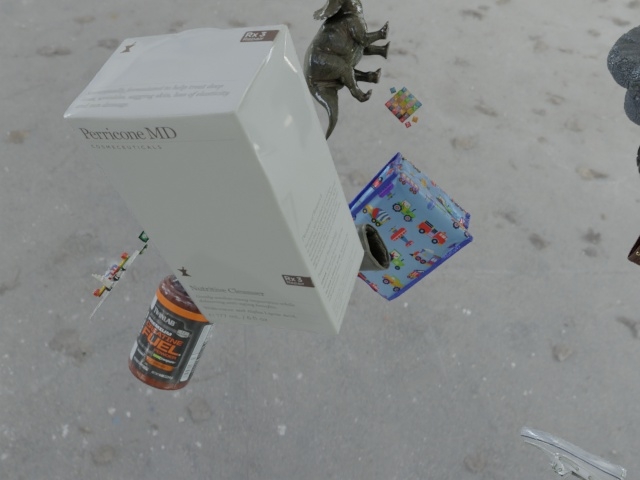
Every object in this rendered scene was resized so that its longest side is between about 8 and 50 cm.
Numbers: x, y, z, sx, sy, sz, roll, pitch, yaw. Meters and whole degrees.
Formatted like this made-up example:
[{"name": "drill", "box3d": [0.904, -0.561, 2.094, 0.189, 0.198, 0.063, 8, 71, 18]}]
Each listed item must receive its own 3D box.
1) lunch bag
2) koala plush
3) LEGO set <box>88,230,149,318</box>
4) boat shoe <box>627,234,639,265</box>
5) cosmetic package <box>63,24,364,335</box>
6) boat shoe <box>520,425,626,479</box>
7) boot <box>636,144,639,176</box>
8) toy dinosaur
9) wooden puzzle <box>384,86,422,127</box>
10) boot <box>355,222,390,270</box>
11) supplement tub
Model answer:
[{"name": "lunch bag", "box3d": [0.150, -0.005, 1.399, 0.221, 0.293, 0.138, 40, 27, -9]}, {"name": "koala plush", "box3d": [0.709, -0.328, 1.353, 0.203, 0.221, 0.196, -6, 53, 12]}, {"name": "LEGO set", "box3d": [-0.459, 0.059, 1.432, 0.060, 0.244, 0.182, 37, 51, -12]}, {"name": "boat shoe", "box3d": [0.619, -0.042, 1.142, 0.073, 0.206, 0.073, 22, 23, 23]}, {"name": "cosmetic package", "box3d": [-0.100, -0.055, 0.780, 0.217, 0.385, 0.156, 2, 52, 24]}, {"name": "boat shoe", "box3d": [0.539, 0.483, 1.383, 0.226, 0.083, 0.075, 19, 75, 32]}, {"name": "boot", "box3d": [0.537, -0.158, 0.764, 0.223, 0.338, 0.118, -8, 71, 10]}, {"name": "toy dinosaur", "box3d": [0.035, -0.339, 1.175, 0.160, 0.313, 0.121, 17, 6, 10]}, {"name": "wooden puzzle", "box3d": [0.152, -0.248, 1.160, 0.049, 0.006, 0.083, -43, 74, 7]}, {"name": "boot", "box3d": [0.000, -0.002, 1.153, 0.209, 0.189, 0.076, -6, 46, 45]}, {"name": "supplement tub", "box3d": [-0.218, 0.125, 0.985, 0.106, 0.197, 0.106, 24, 13, -6]}]
